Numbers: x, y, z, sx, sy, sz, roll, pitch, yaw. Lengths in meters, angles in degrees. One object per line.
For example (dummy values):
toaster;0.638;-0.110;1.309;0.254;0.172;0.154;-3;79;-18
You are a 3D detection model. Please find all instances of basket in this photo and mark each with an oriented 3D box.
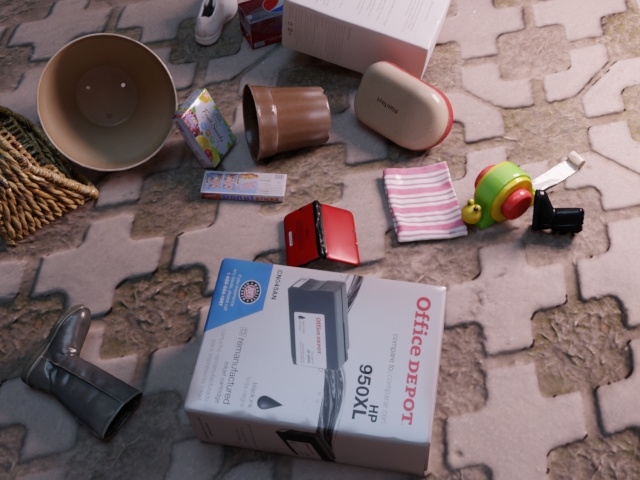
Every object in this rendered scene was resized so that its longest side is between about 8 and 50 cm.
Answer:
basket;-0.641;-0.182;1.760;0.223;0.214;0.299;-34;58;-21

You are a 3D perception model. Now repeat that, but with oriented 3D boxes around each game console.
game console;0.000;0.000;1.716;0.124;0.085;0.144;-26;47;22

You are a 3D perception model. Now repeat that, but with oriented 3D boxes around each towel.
towel;0.213;-0.081;1.762;0.144;0.029;0.197;-7;52;-3

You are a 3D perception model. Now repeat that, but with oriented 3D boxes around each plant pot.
plant pot;-0.463;-0.305;1.847;0.284;0.284;0.191;-17;17;-11
plant pot;-0.073;-0.263;1.847;0.165;0.167;0.167;-8;51;-15

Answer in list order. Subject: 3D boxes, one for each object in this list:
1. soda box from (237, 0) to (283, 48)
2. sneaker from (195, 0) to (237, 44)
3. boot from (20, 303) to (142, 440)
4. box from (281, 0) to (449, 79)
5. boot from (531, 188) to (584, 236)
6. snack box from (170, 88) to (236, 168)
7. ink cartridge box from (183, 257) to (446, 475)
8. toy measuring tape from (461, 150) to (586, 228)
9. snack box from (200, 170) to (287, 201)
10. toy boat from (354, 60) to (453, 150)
soda box;-0.068;-0.570;2.129;0.263;0.083;0.092;-19;54;-13
sneaker;-0.264;-0.592;2.148;0.080;0.094;0.212;7;52;9
boot;-0.404;0.229;1.512;0.208;0.076;0.190;20;69;26
box;0.108;-0.526;1.976;0.345;0.168;0.215;21;65;5
boot;0.469;-0.056;1.677;0.099;0.121;0.045;4;54;13
snack box;-0.250;-0.241;1.838;0.037;0.141;0.100;0;46;36
ink cartridge box;0.004;0.208;1.436;0.394;0.166;0.286;7;60;7
toy measuring tape;0.420;-0.128;1.737;0.330;0.121;0.121;-29;56;-19
snack box;-0.162;-0.116;1.809;0.178;0.022;0.064;3;52;5
toy boat;0.198;-0.298;1.886;0.231;0.151;0.151;37;32;27
